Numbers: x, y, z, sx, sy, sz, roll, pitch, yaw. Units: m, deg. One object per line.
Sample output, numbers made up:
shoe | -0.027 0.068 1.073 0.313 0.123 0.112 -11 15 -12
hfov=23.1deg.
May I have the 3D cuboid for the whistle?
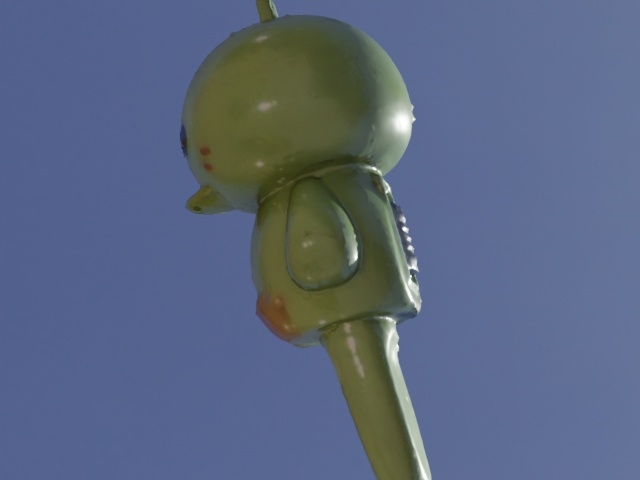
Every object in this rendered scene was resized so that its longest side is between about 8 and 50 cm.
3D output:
whistle | -0.010 0.000 0.879 0.141 0.141 0.294 -11 -104 31
